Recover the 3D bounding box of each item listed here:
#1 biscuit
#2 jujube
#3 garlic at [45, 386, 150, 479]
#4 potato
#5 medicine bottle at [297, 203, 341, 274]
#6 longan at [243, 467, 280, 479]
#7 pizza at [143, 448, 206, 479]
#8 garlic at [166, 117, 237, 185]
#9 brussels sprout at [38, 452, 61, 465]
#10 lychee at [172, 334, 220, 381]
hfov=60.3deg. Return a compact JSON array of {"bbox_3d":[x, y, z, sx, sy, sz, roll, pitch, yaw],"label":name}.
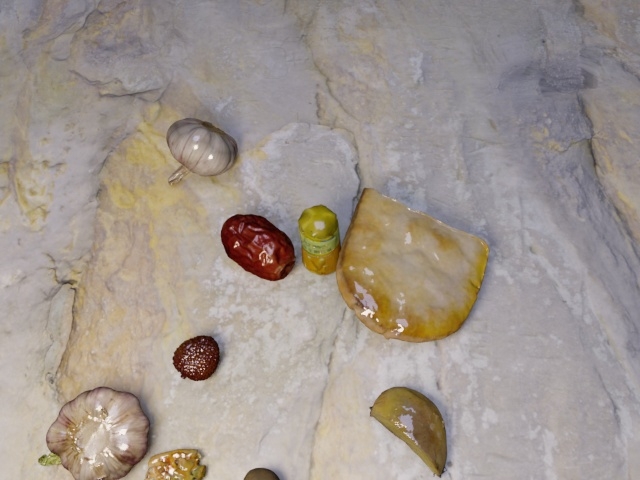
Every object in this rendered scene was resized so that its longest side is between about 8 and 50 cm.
[{"bbox_3d":[0.262,0.092,1.615,0.430,0.104,0.445,21,60,0],"label":"biscuit"},{"bbox_3d":[-0.189,0.018,1.647,0.250,0.174,0.174,39,66,24],"label":"jujube"},{"bbox_3d":[-0.543,0.483,1.373,0.245,0.160,0.244,1,77,-4],"label":"garlic"},{"bbox_3d":[0.251,0.460,1.397,0.243,0.098,0.138,39,64,22],"label":"potato"},{"bbox_3d":[0.000,0.000,1.615,0.124,0.238,0.124,-2,58,4],"label":"medicine bottle"},{"bbox_3d":[-0.133,0.598,1.309,0.119,0.106,0.106,8,51,46],"label":"longan"},{"bbox_3d":[-0.368,0.613,1.331,0.147,0.069,0.226,9,58,5],"label":"pizza"},{"bbox_3d":[-0.429,-0.282,1.861,0.245,0.245,0.253,44,104,25],"label":"garlic"},{"bbox_3d":[-0.669,0.534,1.398,0.085,0.058,0.085,-28,43,30],"label":"brussels sprout"},{"bbox_3d":[-0.332,0.316,1.490,0.124,0.123,0.128,13,62,10],"label":"lychee"}]
